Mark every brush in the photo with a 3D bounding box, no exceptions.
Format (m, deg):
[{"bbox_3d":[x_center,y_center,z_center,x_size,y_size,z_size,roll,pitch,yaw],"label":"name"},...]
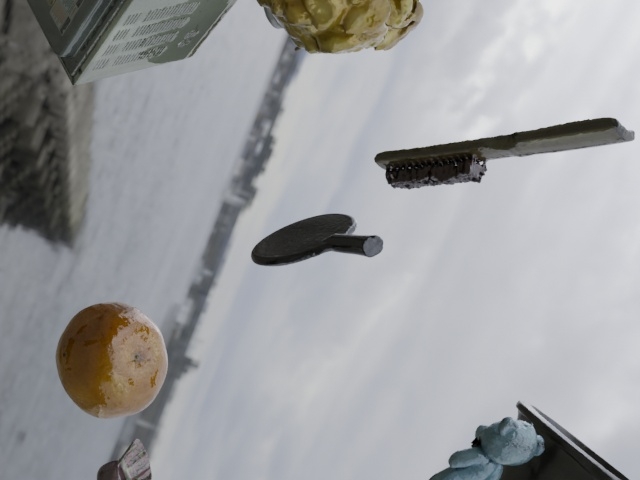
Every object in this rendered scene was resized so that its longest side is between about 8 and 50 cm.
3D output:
[{"bbox_3d":[0.157,-0.073,1.188,0.248,0.043,0.036,-6,-99,37],"label":"brush"}]

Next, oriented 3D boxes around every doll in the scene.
[{"bbox_3d":[0.232,0.309,1.953,0.180,0.120,0.075,-29,-126,20],"label":"doll"}]

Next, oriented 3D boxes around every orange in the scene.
[{"bbox_3d":[-0.286,0.162,1.818,0.136,0.159,0.159,-14,-132,46],"label":"orange"}]

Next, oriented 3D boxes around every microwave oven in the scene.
[{"bbox_3d":[-0.175,-0.285,1.343,0.194,0.145,0.240,-17,165,-38],"label":"microwave oven"}]

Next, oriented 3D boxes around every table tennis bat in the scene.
[{"bbox_3d":[0.000,0.000,1.815,0.150,0.027,0.236,-30,-160,-30],"label":"table tennis bat"}]

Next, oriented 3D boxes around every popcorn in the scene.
[{"bbox_3d":[0.014,-0.311,1.486,0.190,0.250,0.250,-38,-172,5],"label":"popcorn"}]

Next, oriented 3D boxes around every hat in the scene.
[{"bbox_3d":[-0.230,0.269,1.557,0.087,0.042,0.058,-61,136,-58],"label":"hat"}]

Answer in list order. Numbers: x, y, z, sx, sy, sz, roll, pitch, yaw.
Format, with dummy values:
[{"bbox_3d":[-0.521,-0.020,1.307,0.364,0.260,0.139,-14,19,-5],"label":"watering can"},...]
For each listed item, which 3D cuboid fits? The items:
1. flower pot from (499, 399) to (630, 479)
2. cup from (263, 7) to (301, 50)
[{"bbox_3d":[0.369,0.388,2.074,0.166,0.269,0.269,-54,-175,2],"label":"flower pot"},{"bbox_3d":[-0.018,-0.318,1.820,0.102,0.099,0.074,58,30,-50],"label":"cup"}]
